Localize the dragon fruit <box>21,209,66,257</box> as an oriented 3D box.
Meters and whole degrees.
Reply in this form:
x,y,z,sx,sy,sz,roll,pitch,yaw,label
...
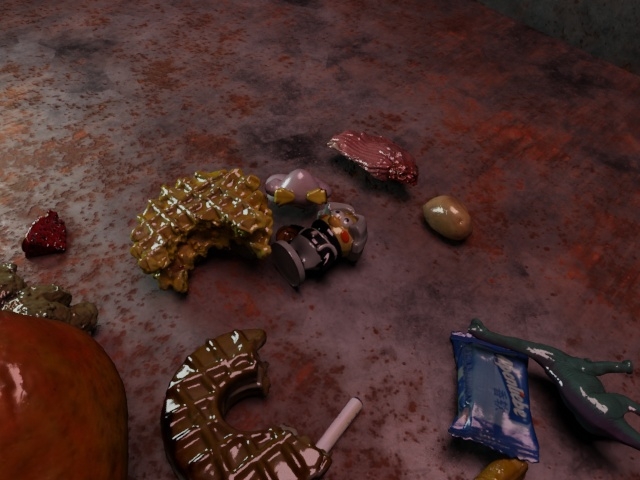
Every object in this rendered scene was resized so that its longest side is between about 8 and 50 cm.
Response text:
x,y,z,sx,sy,sz,roll,pitch,yaw,label
-0.674,-0.016,1.422,0.097,0.063,0.131,21,40,-40,dragon fruit

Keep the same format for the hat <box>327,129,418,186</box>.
x,y,z,sx,sy,sz,roll,pitch,yaw,label
0.180,-0.229,1.699,0.237,0.107,0.286,-13,38,-32,hat

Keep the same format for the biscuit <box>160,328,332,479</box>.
x,y,z,sx,sy,sz,roll,pitch,yaw,label
-0.163,0.338,1.106,0.268,0.115,0.366,-23,47,-21,biscuit

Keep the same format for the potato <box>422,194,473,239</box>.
x,y,z,sx,sy,sz,roll,pitch,yaw,label
0.346,-0.062,1.577,0.112,0.112,0.147,-26,60,-28,potato

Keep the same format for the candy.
x,y,z,sx,sy,sz,roll,pitch,yaw,label
0.359,0.309,1.243,0.187,0.077,0.331,14,36,4,candy

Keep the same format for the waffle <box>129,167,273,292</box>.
x,y,z,sx,sy,sz,roll,pitch,yaw,label
-0.271,-0.030,1.372,0.324,0.151,0.261,-21,50,-1,waffle

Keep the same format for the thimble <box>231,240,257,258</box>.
x,y,z,sx,sy,sz,roll,pitch,yaw,label
-0.185,-0.008,1.471,0.110,0.062,0.084,32,52,20,thimble

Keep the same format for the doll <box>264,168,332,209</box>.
x,y,z,sx,sy,sz,roll,pitch,yaw,label
-0.059,-0.125,1.458,0.160,0.094,0.365,1,3,-6,doll

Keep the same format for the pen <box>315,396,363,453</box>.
x,y,z,sx,sy,sz,roll,pitch,yaw,label
0.001,0.406,1.140,0.033,0.033,0.269,32,51,19,pen

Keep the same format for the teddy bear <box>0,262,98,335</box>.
x,y,z,sx,sy,sz,roll,pitch,yaw,label
-0.630,0.157,1.191,0.256,0.156,0.267,25,49,17,teddy bear

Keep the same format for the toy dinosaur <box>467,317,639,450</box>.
x,y,z,sx,sy,sz,roll,pitch,yaw,label
0.498,0.316,1.190,0.331,0.129,0.383,8,36,-21,toy dinosaur

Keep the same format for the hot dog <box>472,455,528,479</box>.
x,y,z,sx,sy,sz,roll,pitch,yaw,label
0.275,0.489,1.080,0.289,0.083,0.068,-26,37,-29,hot dog

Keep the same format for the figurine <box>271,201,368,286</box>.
x,y,z,sx,sy,sz,roll,pitch,yaw,label
0.000,0.000,1.448,0.236,0.133,0.176,-28,55,-25,figurine

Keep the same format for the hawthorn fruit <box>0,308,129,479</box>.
x,y,z,sx,sy,sz,roll,pitch,yaw,label
-0.506,0.339,0.864,0.472,0.471,0.471,4,47,-5,hawthorn fruit
